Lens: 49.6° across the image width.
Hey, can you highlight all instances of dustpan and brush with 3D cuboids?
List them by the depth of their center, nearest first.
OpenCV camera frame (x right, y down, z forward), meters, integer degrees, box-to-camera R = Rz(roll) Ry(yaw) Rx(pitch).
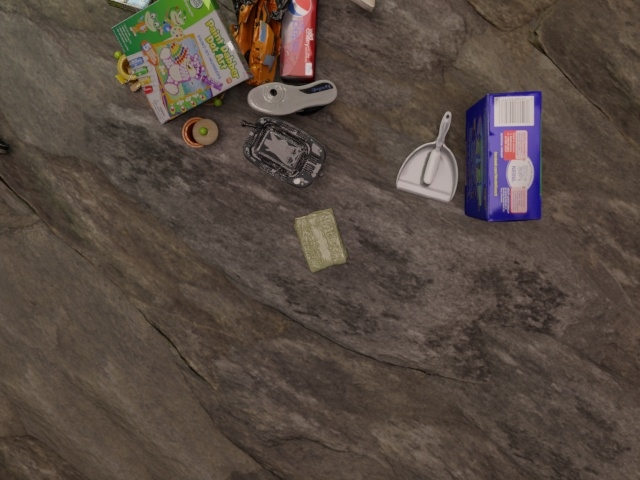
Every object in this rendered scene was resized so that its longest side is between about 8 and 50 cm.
[{"bbox_3d":[0.281,-0.210,1.694,0.147,0.060,0.211,16,95,3],"label":"dustpan and brush"}]

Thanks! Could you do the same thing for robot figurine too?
[{"bbox_3d":[-0.161,-0.520,1.646,0.211,0.085,0.291,19,108,42],"label":"robot figurine"}]

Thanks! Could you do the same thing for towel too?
[{"bbox_3d":[0.000,0.000,1.745,0.110,0.027,0.148,-18,93,6],"label":"towel"}]

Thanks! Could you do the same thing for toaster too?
[{"bbox_3d":[-0.091,-0.215,1.676,0.227,0.146,0.129,28,95,1],"label":"toaster"}]

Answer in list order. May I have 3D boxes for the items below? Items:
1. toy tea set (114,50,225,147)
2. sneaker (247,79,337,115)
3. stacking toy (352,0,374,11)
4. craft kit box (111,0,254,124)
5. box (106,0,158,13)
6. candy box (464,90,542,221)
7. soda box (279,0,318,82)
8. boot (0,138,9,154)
[{"bbox_3d":[-0.355,-0.384,1.693,0.200,0.124,0.336,-44,90,6],"label":"toy tea set"},{"bbox_3d":[-0.075,-0.330,1.673,0.217,0.121,0.079,-8,86,-15],"label":"sneaker"},{"bbox_3d":[0.068,-0.705,1.589,0.309,0.130,0.279,23,69,0],"label":"stacking toy"},{"bbox_3d":[-0.317,-0.433,1.598,0.246,0.061,0.250,-25,99,13],"label":"craft kit box"},{"bbox_3d":[-0.434,-0.657,1.694,0.114,0.036,0.207,17,78,3],"label":"box"},{"bbox_3d":[0.404,-0.182,1.559,0.122,0.317,0.268,-1,95,2],"label":"candy box"},{"bbox_3d":[-0.050,-0.521,1.678,0.083,0.092,0.263,3,94,3],"label":"soda box"},{"bbox_3d":[-0.865,-0.343,1.753,0.236,0.085,0.179,32,93,2],"label":"boot"}]
